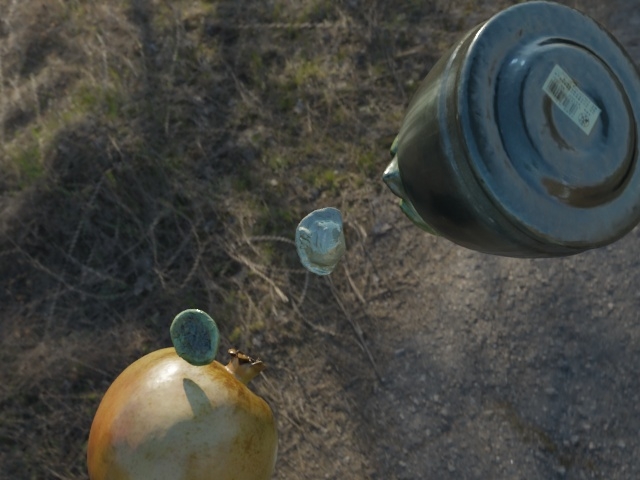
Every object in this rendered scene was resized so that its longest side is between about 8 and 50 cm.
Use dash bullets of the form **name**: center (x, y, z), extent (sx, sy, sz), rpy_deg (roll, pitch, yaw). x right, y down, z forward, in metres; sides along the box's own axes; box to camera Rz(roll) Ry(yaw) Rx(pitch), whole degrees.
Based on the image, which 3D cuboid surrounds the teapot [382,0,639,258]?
- **teapot**: center (0.213, -0.112, 0.869), extent (0.322, 0.239, 0.239), rpy_deg (-33, 6, -27)

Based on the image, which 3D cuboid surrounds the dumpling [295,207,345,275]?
- **dumpling**: center (0.000, 0.001, 1.031), extent (0.057, 0.076, 0.052), rpy_deg (-2, 50, -16)

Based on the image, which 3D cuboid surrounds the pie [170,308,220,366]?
- **pie**: center (-0.176, 0.134, 1.154), extent (0.085, 0.017, 0.085), rpy_deg (2, 93, 28)

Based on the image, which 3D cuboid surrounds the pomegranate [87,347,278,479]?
- **pomegranate**: center (-0.201, 0.299, 1.258), extent (0.320, 0.319, 0.319), rpy_deg (-9, 53, 11)
